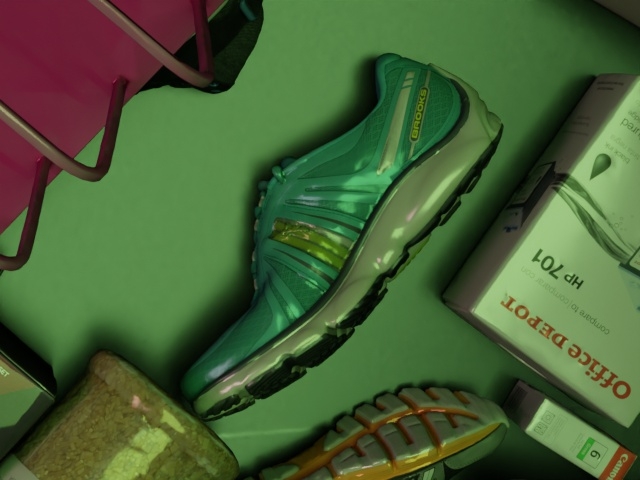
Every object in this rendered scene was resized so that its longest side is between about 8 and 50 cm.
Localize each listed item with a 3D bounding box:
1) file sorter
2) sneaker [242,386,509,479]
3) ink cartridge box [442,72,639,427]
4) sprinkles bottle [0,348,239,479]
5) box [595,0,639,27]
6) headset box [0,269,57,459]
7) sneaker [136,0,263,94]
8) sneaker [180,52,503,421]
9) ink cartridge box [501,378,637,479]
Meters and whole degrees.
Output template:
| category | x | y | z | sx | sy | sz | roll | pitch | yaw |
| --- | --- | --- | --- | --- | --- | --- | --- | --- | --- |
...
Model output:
| category | x | y | z | sx | sy | sz | roll | pitch | yaw |
| --- | --- | --- | --- | --- | --- | --- | --- | --- | --- |
| file sorter | -0.174 | -0.114 | 0.859 | 0.202 | 0.182 | 0.291 | 40 | 106 | -20 |
| sneaker | 0.029 | 0.169 | 1.094 | 0.215 | 0.084 | 0.083 | -26 | 113 | -3 |
| ink cartridge box | 0.195 | 0.006 | 1.101 | 0.140 | 0.082 | 0.190 | 36 | 87 | -11 |
| sprinkles bottle | -0.205 | 0.233 | 1.008 | 0.121 | 0.121 | 0.355 | 43 | 79 | -11 |
| box | 0.311 | -0.267 | 1.073 | 0.148 | 0.121 | 0.311 | 30 | 90 | -11 |
| headset box | -0.316 | 0.102 | 1.004 | 0.218 | 0.110 | 0.293 | 42 | 88 | -11 |
| sneaker | -0.122 | -0.104 | 1.037 | 0.217 | 0.079 | 0.121 | -36 | 145 | 21 |
| sneaker | 0.000 | 0.000 | 1.072 | 0.110 | 0.107 | 0.275 | 38 | 83 | 8 |
| ink cartridge box | 0.181 | 0.139 | 1.120 | 0.115 | 0.063 | 0.029 | 32 | 92 | -12 |
